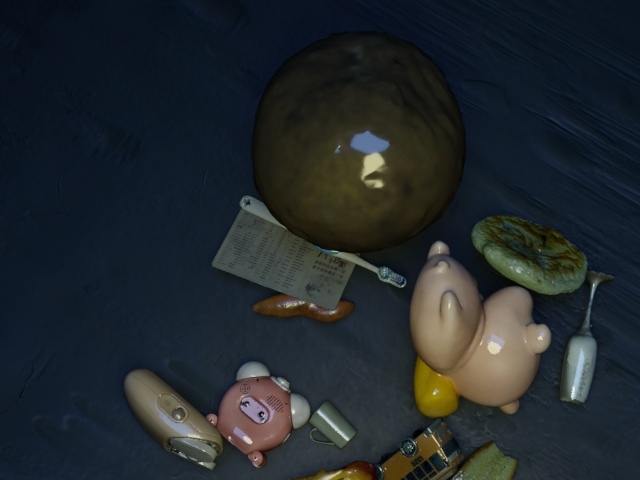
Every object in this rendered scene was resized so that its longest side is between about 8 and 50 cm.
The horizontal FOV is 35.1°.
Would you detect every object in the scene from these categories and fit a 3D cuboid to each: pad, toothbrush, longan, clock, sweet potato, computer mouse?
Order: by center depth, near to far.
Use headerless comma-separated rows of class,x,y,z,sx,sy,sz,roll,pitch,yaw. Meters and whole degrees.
longan,0.066,-0.170,1.887,0.403,0.404,0.436,-4,52,2
computer mouse,-0.282,0.337,1.894,0.236,0.145,0.082,41,65,11
clock,-0.117,0.324,1.918,0.166,0.093,0.162,37,77,13
sweet potato,-0.033,0.126,1.986,0.202,0.055,0.058,3,111,2
pad,-0.066,0.032,2.011,0.264,0.009,0.160,19,58,9
toothbrush,0.001,0.001,2.016,0.386,0.040,0.040,27,78,19

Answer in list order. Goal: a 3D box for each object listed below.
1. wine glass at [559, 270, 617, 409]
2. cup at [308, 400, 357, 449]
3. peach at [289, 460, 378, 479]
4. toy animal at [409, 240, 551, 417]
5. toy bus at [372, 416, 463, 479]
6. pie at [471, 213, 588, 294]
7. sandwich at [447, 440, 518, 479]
wine glass,0.503,0.189,1.931,0.074,0.074,0.262,13,78,7
cup,0.018,0.358,1.919,0.083,0.054,0.075,42,80,11
peach,0.002,0.564,1.792,0.257,0.201,0.362,26,70,37
toy animal,0.297,0.153,1.833,0.246,0.345,0.278,7,43,16
toy bus,0.170,0.412,1.842,0.182,0.091,0.103,-43,77,21
pie,0.396,0.023,1.919,0.240,0.240,0.054,27,119,10
sandwich,0.259,0.478,1.855,0.094,0.096,0.258,41,83,7
